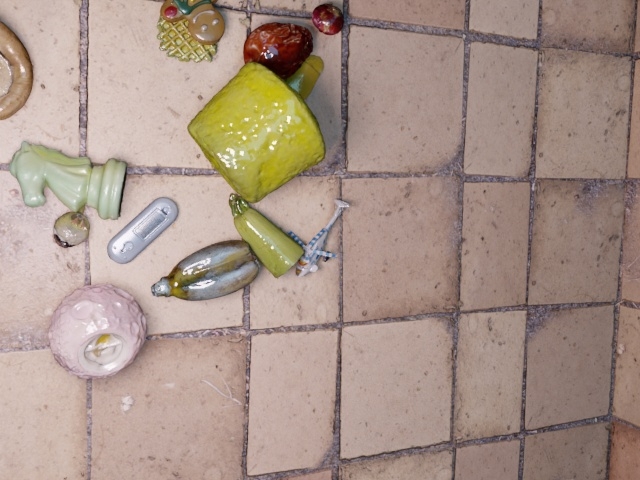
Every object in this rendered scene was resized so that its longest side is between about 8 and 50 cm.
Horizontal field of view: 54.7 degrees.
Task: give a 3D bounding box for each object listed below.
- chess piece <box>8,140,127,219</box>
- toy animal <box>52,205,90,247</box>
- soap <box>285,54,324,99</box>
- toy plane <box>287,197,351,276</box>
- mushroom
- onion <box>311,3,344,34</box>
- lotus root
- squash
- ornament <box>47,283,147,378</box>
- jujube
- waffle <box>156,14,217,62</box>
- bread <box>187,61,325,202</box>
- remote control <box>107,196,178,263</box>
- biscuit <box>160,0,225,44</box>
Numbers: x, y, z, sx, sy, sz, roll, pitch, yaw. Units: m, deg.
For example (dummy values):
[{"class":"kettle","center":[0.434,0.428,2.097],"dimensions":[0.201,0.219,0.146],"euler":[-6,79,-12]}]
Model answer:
[{"class":"chess piece","center":[-0.681,-0.159,1.668],"dimensions":[0.298,0.176,0.176],"euler":[11,91,-15]},{"class":"toy animal","center":[-0.691,-0.039,1.720],"dimensions":[0.098,0.137,0.098],"euler":[-4,134,-4]},{"class":"soap","center":[-0.050,-0.522,1.955],"dimensions":[0.089,0.033,0.168],"euler":[31,82,-25]},{"class":"toy plane","center":[-0.008,-0.006,2.008],"dimensions":[0.182,0.107,0.273],"euler":[10,68,18]},{"class":"mushroom","center":[-0.823,-0.459,1.586],"dimensions":[0.151,0.156,0.286],"euler":[-23,116,-31]},{"class":"onion","center":[0.022,-0.690,1.940],"dimensions":[0.107,0.097,0.107],"euler":[12,53,-17]},{"class":"lotus root","center":[-0.342,0.103,1.840],"dimensions":[0.322,0.140,0.158],"euler":[-20,85,-14]},{"class":"squash","center":[-0.193,-0.022,1.918],"dimensions":[0.287,0.137,0.137],"euler":[44,78,-6]},{"class":"ornament","center":[-0.607,0.240,1.689],"dimensions":[0.259,0.225,0.259],"euler":[-14,122,-23]},{"class":"jujube","center":[-0.120,-0.573,1.863],"dimensions":[0.236,0.168,0.168],"euler":[-32,107,-37]},{"class":"waffle","center":[-0.384,-0.603,1.805],"dimensions":[0.183,0.036,0.169],"euler":[9,89,-21]},{"class":"bread","center":[-0.179,-0.291,1.767],"dimensions":[0.308,0.348,0.348],"euler":[-45,110,-7]},{"class":"remote control","center":[-0.516,-0.029,1.802],"dimensions":[0.244,0.047,0.087],"euler":[-45,113,-11]},{"class":"biscuit","center":[-0.379,-0.699,1.767],"dimensions":[0.197,0.049,0.301],"euler":[-35,97,-17]}]
